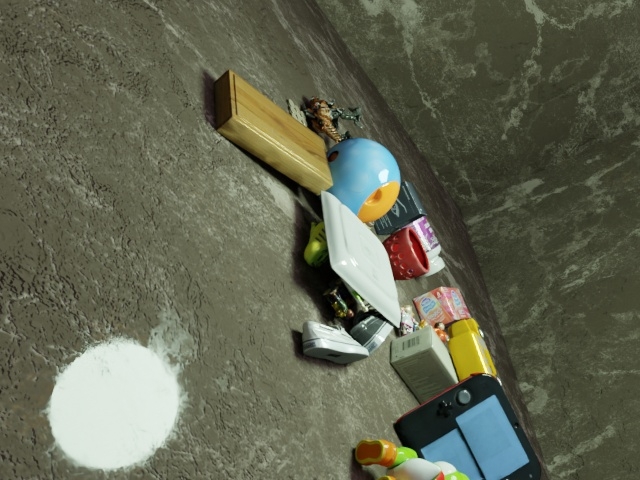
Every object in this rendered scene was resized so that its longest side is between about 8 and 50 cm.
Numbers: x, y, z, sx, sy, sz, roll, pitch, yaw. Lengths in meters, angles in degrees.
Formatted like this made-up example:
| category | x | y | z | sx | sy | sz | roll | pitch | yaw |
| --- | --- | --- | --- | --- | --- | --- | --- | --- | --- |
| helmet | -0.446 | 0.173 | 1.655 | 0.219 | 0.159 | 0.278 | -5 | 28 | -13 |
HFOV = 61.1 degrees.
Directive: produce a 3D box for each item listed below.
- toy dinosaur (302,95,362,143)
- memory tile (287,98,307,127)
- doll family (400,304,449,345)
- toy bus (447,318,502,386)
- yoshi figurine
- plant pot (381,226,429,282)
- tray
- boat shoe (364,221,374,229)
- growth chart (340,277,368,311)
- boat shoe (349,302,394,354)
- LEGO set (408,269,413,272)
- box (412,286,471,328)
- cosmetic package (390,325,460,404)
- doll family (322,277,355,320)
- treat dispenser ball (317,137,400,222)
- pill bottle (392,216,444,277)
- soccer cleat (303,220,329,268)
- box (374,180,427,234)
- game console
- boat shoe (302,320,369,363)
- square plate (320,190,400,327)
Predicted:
| category | x | y | z | sx | sy | sz | roll | pitch | yaw |
| --- | --- | --- | --- | --- | --- | --- | --- | --- | --- |
| toy dinosaur | 0.035 | -0.456 | 2.108 | 0.218 | 0.164 | 0.322 | 12 | 55 | -21 |
| memory tile | -0.081 | -0.446 | 2.014 | 0.113 | 0.012 | 0.148 | 36 | 34 | -48 |
| doll family | 0.354 | 0.335 | 2.009 | 0.263 | 0.118 | 0.163 | 29 | 43 | -25 |
| toy bus | 0.517 | 0.423 | 1.824 | 0.130 | 0.108 | 0.333 | 34 | 35 | -48 |
| yoshi figurine | 0.228 | 0.622 | 1.377 | 0.362 | 0.203 | 0.203 | 28 | -2 | -33 |
| plant pot | 0.301 | 0.067 | 2.066 | 0.191 | 0.174 | 0.191 | 47 | 27 | -33 |
| tray | -0.131 | -0.312 | 1.610 | 0.411 | 0.076 | 0.203 | 30 | 39 | -42 |
| boat shoe | 0.148 | -0.209 | 2.104 | 0.123 | 0.123 | 0.342 | 14 | 53 | -62 |
| growth chart | 0.089 | 0.121 | 1.611 | 0.172 | 0.021 | 0.237 | 56 | 7 | 1 |
| boat shoe | 0.150 | 0.251 | 1.628 | 0.105 | 0.113 | 0.306 | 46 | 20 | 6 |
| LEGO set | 0.349 | 0.077 | 2.266 | 0.227 | 0.093 | 0.087 | 33 | 37 | -51 |
| box | 0.532 | 0.297 | 2.357 | 0.300 | 0.142 | 0.154 | 14 | 52 | -61 |
| cosmetic package | 0.379 | 0.454 | 1.835 | 0.309 | 0.160 | 0.113 | 55 | 23 | -22 |
| doll family | 0.061 | 0.177 | 1.561 | 0.111 | 0.076 | 0.193 | 56 | 20 | -6 |
| treat dispenser ball | 0.124 | -0.199 | 1.825 | 0.288 | 0.288 | 0.288 | 47 | 27 | -34 |
| pill bottle | 0.435 | 0.007 | 2.432 | 0.301 | 0.169 | 0.169 | 62 | 22 | -3 |
| soccer cleat | -0.001 | 0.001 | 1.625 | 0.121 | 0.093 | 0.289 | 44 | 23 | 6 |
| box | 0.315 | -0.131 | 2.268 | 0.108 | 0.207 | 0.153 | 3 | 63 | -65 |
| game console | 0.448 | 0.623 | 1.612 | 0.386 | 0.342 | 0.060 | 63 | -13 | 0 |
| boat shoe | 0.043 | 0.260 | 1.400 | 0.258 | 0.095 | 0.084 | 32 | 42 | -53 |
| square plate | 0.130 | 0.045 | 1.634 | 0.347 | 0.049 | 0.344 | 43 | 25 | -34 |
